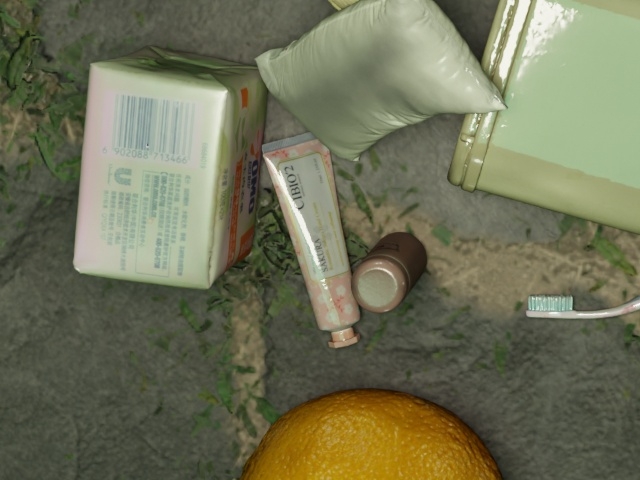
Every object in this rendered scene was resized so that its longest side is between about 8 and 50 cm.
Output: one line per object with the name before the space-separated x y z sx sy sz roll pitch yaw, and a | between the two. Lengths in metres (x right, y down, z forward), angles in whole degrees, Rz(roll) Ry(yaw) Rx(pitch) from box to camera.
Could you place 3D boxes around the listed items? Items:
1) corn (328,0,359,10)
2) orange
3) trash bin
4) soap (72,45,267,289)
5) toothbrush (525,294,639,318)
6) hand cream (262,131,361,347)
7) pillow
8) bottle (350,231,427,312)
corn | 0.007 -0.351 1.488 0.123 0.122 0.305 -21 99 37
orange | 0.042 0.261 1.550 0.264 0.264 0.264 2 101 11
trash bin | 0.261 -0.129 1.487 0.247 0.121 0.243 18 104 5
soap | -0.136 -0.070 1.544 0.138 0.182 0.199 8 102 8
toothbrush | 0.328 0.057 1.558 0.269 0.021 0.027 -4 106 12
hand cream | 0.000 0.000 1.603 0.067 0.043 0.209 -17 98 -16
pillow | 0.052 -0.145 1.477 0.144 0.078 0.254 51 149 -13
bottle | 0.065 0.029 1.544 0.053 0.140 0.053 3 103 12
